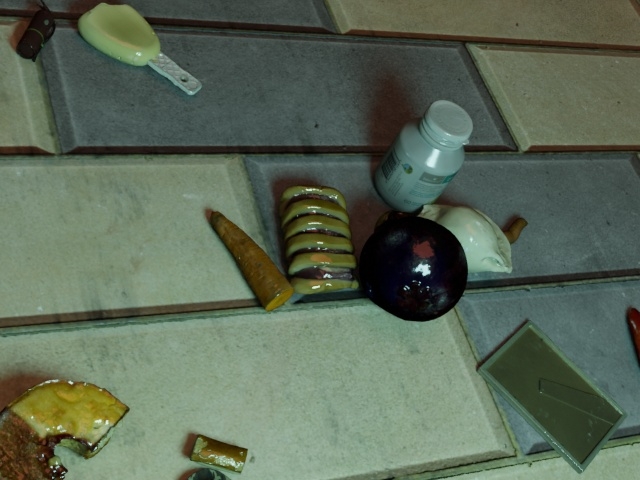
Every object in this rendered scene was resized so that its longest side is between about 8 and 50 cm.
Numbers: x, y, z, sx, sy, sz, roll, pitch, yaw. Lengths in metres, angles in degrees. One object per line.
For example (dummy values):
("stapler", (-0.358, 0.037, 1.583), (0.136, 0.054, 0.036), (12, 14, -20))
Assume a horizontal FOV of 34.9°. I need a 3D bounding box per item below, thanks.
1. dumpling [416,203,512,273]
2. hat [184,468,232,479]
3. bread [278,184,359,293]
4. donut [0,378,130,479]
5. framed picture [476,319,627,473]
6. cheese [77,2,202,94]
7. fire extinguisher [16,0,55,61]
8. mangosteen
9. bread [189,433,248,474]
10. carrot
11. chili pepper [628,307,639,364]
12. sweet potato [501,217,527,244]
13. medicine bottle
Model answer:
("dumpling", (0.280, -0.012, 1.920), (0.181, 0.111, 0.155), (43, 41, -20))
("hat", (-0.147, 0.378, 1.448), (0.121, 0.050, 0.121), (13, 53, -18))
("bread", (0.000, 0.000, 1.793), (0.134, 0.081, 0.225), (6, 52, -24))
("donut", (-0.374, 0.281, 1.391), (0.141, 0.085, 0.217), (41, 47, 9))
("framed picture", (0.418, 0.274, 1.826), (0.250, 0.016, 0.184), (45, 48, 11))
("cheese", (-0.333, -0.361, 1.937), (0.255, 0.050, 0.127), (36, 46, 2))
("fire extinguisher", (-0.519, -0.388, 1.874), (0.056, 0.039, 0.132), (47, 38, -32))
("mangosteen", (0.159, 0.036, 1.784), (0.194, 0.194, 0.230), (16, 29, -14))
("bread", (-0.150, 0.317, 1.504), (0.083, 0.036, 0.047), (19, 33, -11))
("carrot", (-0.126, 0.025, 1.735), (0.061, 0.061, 0.209), (-22, 63, -36))
("chili pepper", (0.641, 0.236, 1.933), (0.063, 0.071, 0.272), (-24, 54, 6))
("sweet potato", (0.362, -0.007, 2.005), (0.179, 0.044, 0.044), (-25, 68, -36))
("medicine bottle", (0.199, -0.161, 1.923), (0.135, 0.215, 0.135), (13, 51, -17))
